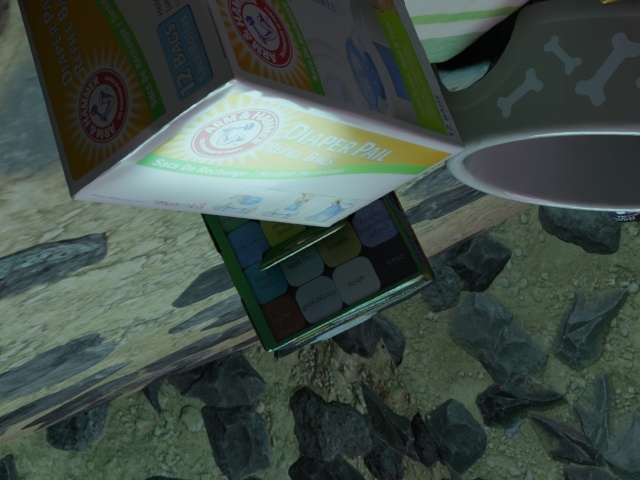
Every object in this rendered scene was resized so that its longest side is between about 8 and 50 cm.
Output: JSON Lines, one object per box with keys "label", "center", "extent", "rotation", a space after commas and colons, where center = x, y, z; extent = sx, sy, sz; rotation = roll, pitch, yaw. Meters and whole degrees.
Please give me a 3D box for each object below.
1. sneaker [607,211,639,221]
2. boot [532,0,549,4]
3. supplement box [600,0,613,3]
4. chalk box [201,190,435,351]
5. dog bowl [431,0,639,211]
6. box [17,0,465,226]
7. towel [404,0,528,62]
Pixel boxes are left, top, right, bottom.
{"label": "sneaker", "center": [0.413, -0.141, 1.063], "extent": [0.283, 0.107, 0.124], "rotation": [-45, 135, -20]}
{"label": "boot", "center": [0.258, -0.236, 0.690], "extent": [0.190, 0.069, 0.086], "rotation": [-21, -164, 43]}
{"label": "supplement box", "center": [0.225, -0.202, 0.596], "extent": [0.055, 0.043, 0.083], "rotation": [-18, 168, -33]}
{"label": "chalk box", "center": [0.000, 0.000, 0.938], "extent": [0.180, 0.179, 0.289], "rotation": [-27, 171, 7]}
{"label": "dog bowl", "center": [0.269, -0.103, 0.803], "extent": [0.348, 0.102, 0.349], "rotation": [7, 171, 1]}
{"label": "box", "center": [-0.031, -0.082, 0.451], "extent": [0.103, 0.114, 0.203], "rotation": [-29, 161, 30]}
{"label": "towel", "center": [0.115, -0.202, 0.559], "extent": [0.247, 0.038, 0.325], "rotation": [-18, 169, -43]}
